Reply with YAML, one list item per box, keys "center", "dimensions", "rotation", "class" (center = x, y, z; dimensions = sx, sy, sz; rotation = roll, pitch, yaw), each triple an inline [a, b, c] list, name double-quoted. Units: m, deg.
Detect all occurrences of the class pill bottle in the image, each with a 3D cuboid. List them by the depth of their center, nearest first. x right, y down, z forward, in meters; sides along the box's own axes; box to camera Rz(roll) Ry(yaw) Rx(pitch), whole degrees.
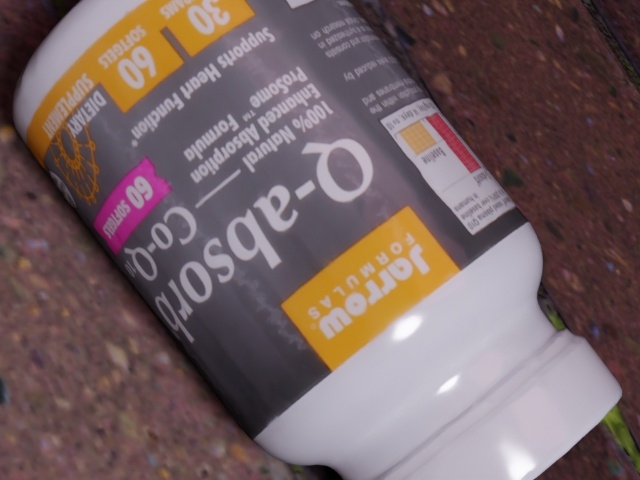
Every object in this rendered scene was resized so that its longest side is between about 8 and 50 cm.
- center: [0.000, 0.000, 0.716]
  dimensions: [0.278, 0.162, 0.162]
  rotation: [51, 39, 6]
  class: "pill bottle"
